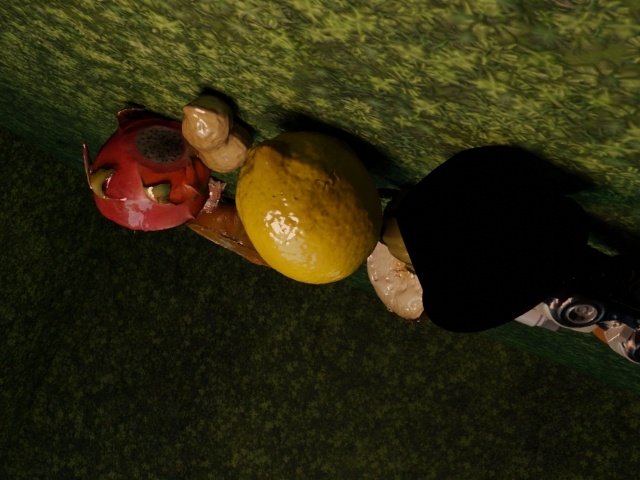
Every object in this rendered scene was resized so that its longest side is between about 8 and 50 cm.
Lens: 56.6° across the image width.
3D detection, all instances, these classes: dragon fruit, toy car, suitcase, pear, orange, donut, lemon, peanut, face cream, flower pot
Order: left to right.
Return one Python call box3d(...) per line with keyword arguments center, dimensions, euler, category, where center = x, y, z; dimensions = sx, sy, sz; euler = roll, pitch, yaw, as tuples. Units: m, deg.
box3d(center=(-0.379, -0.165, 1.342), dimensions=(0.291, 0.290, 0.189), euler=(22, 137, 4), category="dragon fruit")
box3d(center=(-0.350, -0.135, 1.898), dimensions=(0.065, 0.117, 0.166), euler=(27, 172, -2), category="donut")
box3d(center=(-0.197, -0.202, 1.135), dimensions=(0.117, 0.101, 0.263), euler=(-4, 165, 7), category="peanut")
box3d(center=(-0.296, -0.010, 2.113), dimensions=(0.310, 0.274, 0.274), euler=(56, 173, 4), category="orange")
box3d(center=(-0.020, -0.061, 1.042), dimensions=(0.245, 0.245, 0.320), euler=(15, 152, 41), category="lemon")
box3d(center=(0.247, 0.052, 1.394), dimensions=(0.178, 0.266, 0.267), euler=(-11, -169, -32), category="pear")
box3d(center=(0.225, -0.003, 1.133), dimensions=(0.235, 0.143, 0.194), euler=(27, 170, -32), category="suitcase")
box3d(center=(0.214, -0.019, 0.841), dimensions=(0.166, 0.269, 0.269), euler=(46, 164, -19), category="flower pot")
box3d(center=(0.544, 0.175, 1.631), dimensions=(0.311, 0.092, 0.092), euler=(22, 172, 7), category="face cream")
box3d(center=(0.435, 0.080, 0.952), dimensions=(0.301, 0.193, 0.118), euler=(23, 132, -15), category="toy car")

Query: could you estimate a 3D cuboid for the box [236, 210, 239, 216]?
box3d(center=(-0.131, -0.065, 1.873), dimensions=(0.225, 0.086, 0.129), euler=(19, 171, 24), category="box")
